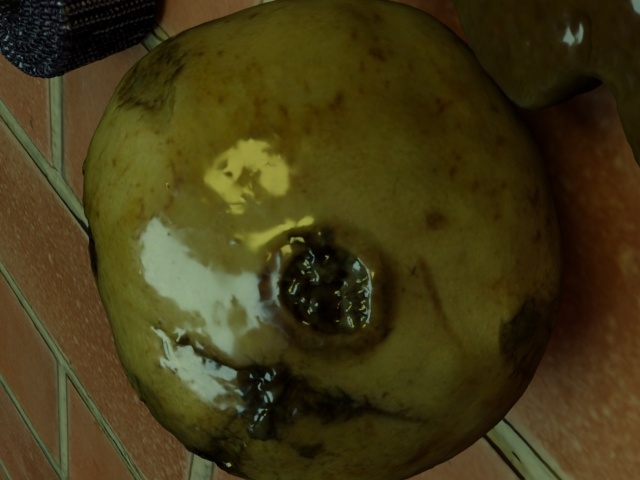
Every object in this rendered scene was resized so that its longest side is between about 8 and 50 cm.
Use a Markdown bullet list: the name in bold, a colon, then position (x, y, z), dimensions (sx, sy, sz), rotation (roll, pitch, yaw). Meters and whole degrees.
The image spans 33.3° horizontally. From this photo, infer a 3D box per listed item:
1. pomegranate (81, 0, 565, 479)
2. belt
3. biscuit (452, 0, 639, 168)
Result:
- **pomegranate**: position (0.000, 0.000, 0.558), dimensions (0.260, 0.260, 0.260), rotation (37, 139, 41)
- **belt**: position (-0.257, -0.280, 0.887), dimensions (0.325, 0.122, 0.260), rotation (49, 150, 27)
- **biscuit**: position (0.157, -0.146, 0.349), dimensions (0.359, 0.074, 0.381), rotation (23, 129, 58)
